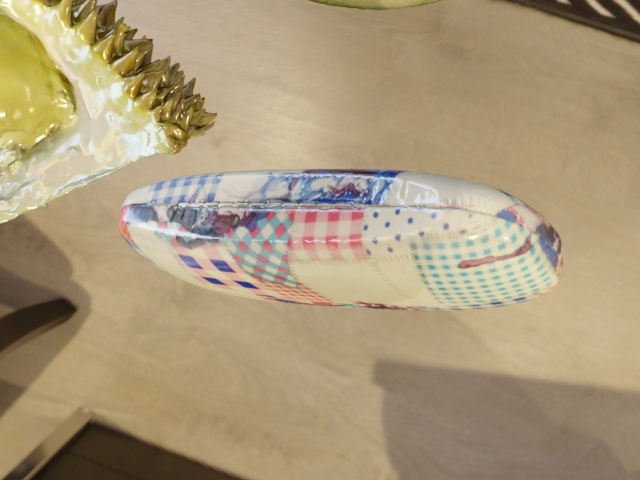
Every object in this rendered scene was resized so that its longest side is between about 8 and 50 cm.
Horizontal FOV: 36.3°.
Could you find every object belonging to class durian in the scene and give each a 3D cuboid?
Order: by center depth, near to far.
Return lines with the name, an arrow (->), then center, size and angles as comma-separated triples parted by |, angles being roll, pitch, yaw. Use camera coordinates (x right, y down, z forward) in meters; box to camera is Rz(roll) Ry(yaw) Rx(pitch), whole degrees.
durian -> -0.208, -0.048, 0.535 | 0.306, 0.172, 0.166 | -18, 65, 1

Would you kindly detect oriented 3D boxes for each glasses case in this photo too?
glasses case -> 0.000, 0.000, 0.655 | 0.327, 0.125, 0.076 | 1, 70, 37

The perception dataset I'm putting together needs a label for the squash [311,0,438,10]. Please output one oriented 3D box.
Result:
squash -> 0.061, -0.238, 0.687 | 0.219, 0.219, 0.041 | -18, 70, 16
